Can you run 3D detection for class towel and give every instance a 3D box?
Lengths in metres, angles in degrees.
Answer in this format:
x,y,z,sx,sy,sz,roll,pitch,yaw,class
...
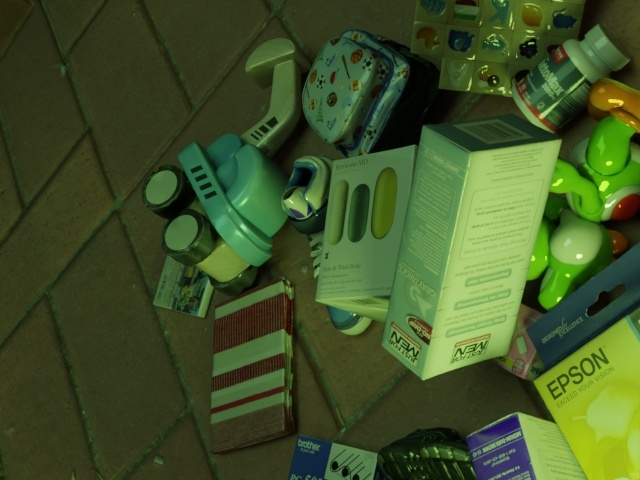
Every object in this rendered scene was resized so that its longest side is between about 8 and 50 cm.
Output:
x,y,z,sx,sy,sz,roll,pitch,yaw,class
-0.142,0.259,2.147,0.237,0.037,0.329,-23,57,40,towel

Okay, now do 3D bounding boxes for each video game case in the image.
x,y,z,sx,sy,sz,roll,pitch,yaw,class
-0.297,0.066,2.386,0.183,0.023,0.201,9,80,46,video game case

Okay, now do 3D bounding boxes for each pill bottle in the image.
x,y,z,sx,sy,sz,roll,pitch,yaw,class
0.419,-0.272,1.741,0.180,0.108,0.108,-42,49,25,pill bottle

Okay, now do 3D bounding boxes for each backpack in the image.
x,y,z,sx,sy,sz,roll,pitch,yaw,class
0.086,-0.278,2.018,0.277,0.213,0.263,-59,33,14,backpack

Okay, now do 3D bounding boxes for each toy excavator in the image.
x,y,z,sx,sy,sz,roll,pitch,yaw,class
-0.150,-0.170,2.228,0.445,0.222,0.433,-36,52,8,toy excavator

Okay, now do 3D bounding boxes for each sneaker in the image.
x,y,z,sx,sy,sz,roll,pitch,yaw,class
0.000,0.000,1.957,0.130,0.236,0.323,-12,66,42,sneaker
0.200,0.343,1.691,0.267,0.106,0.101,-10,111,55,sneaker

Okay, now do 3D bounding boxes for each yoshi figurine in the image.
x,y,z,sx,sy,sz,roll,pitch,yaw,class
0.387,-0.072,1.650,0.203,0.203,0.362,24,94,63,yoshi figurine

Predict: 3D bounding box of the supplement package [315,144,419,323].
x,y,z,sx,sy,sz,roll,pitch,yaw,class
0.140,-0.003,1.847,0.199,0.198,0.263,-7,69,44,supplement package

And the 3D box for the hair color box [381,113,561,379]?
x,y,z,sx,sy,sz,roll,pitch,yaw,class
0.222,0.009,1.570,0.113,0.185,0.375,37,128,45,hair color box

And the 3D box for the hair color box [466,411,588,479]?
x,y,z,sx,sy,sz,roll,pitch,yaw,class
0.338,0.432,1.488,0.110,0.185,0.339,-35,52,31,hair color box

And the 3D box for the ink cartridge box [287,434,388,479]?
x,y,z,sx,sy,sz,roll,pitch,yaw,class
0.032,0.421,1.899,0.207,0.046,0.097,2,75,46,ink cartridge box

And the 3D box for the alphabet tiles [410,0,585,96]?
x,y,z,sx,sy,sz,roll,pitch,yaw,class
0.307,-0.415,1.765,0.011,0.285,0.343,-86,2,-68,alphabet tiles

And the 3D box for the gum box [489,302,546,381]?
x,y,z,sx,sy,sz,roll,pitch,yaw,class
0.304,0.148,1.722,0.188,0.062,0.107,27,94,46,gum box

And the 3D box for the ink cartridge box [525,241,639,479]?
x,y,z,sx,sy,sz,roll,pitch,yaw,class
0.452,0.183,1.480,0.303,0.072,0.307,-46,63,36,ink cartridge box
